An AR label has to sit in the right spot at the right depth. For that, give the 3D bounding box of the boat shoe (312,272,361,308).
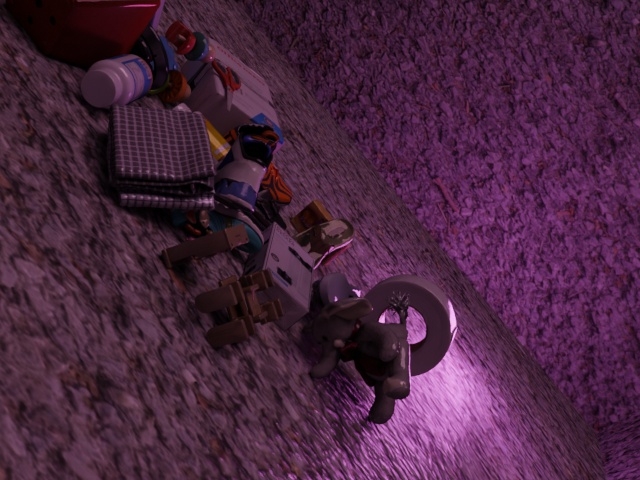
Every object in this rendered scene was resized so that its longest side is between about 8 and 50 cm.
[{"bbox_3d":[0.029,0.147,1.919,0.306,0.105,0.113,19,76,-72],"label":"boat shoe"}]

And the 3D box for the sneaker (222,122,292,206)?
[{"bbox_3d":[-0.167,-0.239,2.140,0.321,0.180,0.124,35,25,-36],"label":"sneaker"}]

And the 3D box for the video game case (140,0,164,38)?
[{"bbox_3d":[-0.558,-0.701,1.879,0.300,0.329,0.036,38,45,4],"label":"video game case"}]

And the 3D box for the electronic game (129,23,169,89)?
[{"bbox_3d":[-0.508,-0.528,1.914,0.229,0.229,0.048,49,53,-2],"label":"electronic game"}]

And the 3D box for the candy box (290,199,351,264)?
[{"bbox_3d":[0.001,-0.025,2.223,0.186,0.109,0.053,55,20,12],"label":"candy box"}]

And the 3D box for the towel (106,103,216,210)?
[{"bbox_3d":[-0.370,-0.202,1.594,0.235,0.121,0.283,3,43,-24],"label":"towel"}]

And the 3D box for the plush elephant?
[{"bbox_3d":[0.083,0.259,1.701,0.272,0.255,0.330,103,-5,-66],"label":"plush elephant"}]

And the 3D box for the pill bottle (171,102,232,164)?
[{"bbox_3d":[-0.341,-0.278,1.928,0.215,0.117,0.117,49,19,-4],"label":"pill bottle"}]

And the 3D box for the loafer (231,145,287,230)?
[{"bbox_3d":[-0.197,-0.144,2.026,0.302,0.095,0.109,48,19,-4],"label":"loafer"}]

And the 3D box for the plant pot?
[{"bbox_3d":[-0.623,-0.604,1.744,0.267,0.267,0.236,51,35,4],"label":"plant pot"}]

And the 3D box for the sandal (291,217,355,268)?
[{"bbox_3d":[0.000,-0.002,2.075,0.303,0.086,0.120,-35,84,-39],"label":"sandal"}]

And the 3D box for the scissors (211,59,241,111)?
[{"bbox_3d":[-0.265,-0.453,2.075,0.109,0.021,0.297,29,27,-40],"label":"scissors"}]

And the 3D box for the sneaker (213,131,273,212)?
[{"bbox_3d":[-0.207,-0.176,1.754,0.127,0.182,0.315,32,-7,-27],"label":"sneaker"}]

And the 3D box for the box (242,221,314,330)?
[{"bbox_3d":[-0.108,0.086,1.802,0.169,0.087,0.290,44,19,-16],"label":"box"}]

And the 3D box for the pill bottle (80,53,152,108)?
[{"bbox_3d":[-0.523,-0.404,1.755,0.124,0.124,0.221,46,20,-10],"label":"pill bottle"}]

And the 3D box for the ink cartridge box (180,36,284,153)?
[{"bbox_3d":[-0.298,-0.451,2.273,0.285,0.166,0.395,35,25,-35],"label":"ink cartridge box"}]

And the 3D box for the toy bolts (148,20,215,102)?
[{"bbox_3d":[-0.431,-0.548,2.061,0.158,0.228,0.218,14,42,-59],"label":"toy bolts"}]

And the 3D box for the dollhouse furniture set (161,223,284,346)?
[{"bbox_3d":[-0.220,0.105,1.514,0.212,0.161,0.242,-24,97,-70],"label":"dollhouse furniture set"}]

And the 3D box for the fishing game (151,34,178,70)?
[{"bbox_3d":[-0.518,-0.591,2.189,0.189,0.041,0.264,-19,89,-69],"label":"fishing game"}]

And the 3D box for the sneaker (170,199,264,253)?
[{"bbox_3d":[-0.260,-0.025,1.705,0.275,0.107,0.110,29,47,-35],"label":"sneaker"}]

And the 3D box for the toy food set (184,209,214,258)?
[{"bbox_3d":[-0.284,-0.023,1.608,0.078,0.019,0.122,-20,96,-35],"label":"toy food set"}]

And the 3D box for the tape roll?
[{"bbox_3d":[0.243,0.244,1.980,0.286,0.286,0.100,51,18,5],"label":"tape roll"}]
